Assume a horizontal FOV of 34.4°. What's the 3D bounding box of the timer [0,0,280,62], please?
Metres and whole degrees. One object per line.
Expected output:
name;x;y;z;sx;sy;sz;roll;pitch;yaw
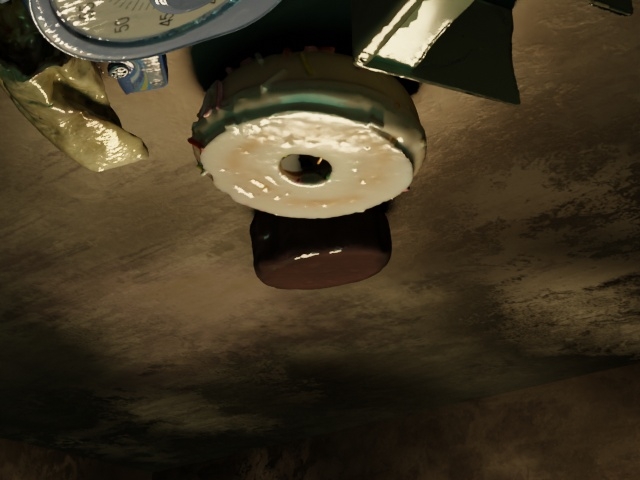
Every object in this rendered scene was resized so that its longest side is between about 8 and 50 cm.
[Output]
timer;-0.181;-0.336;1.110;0.395;0.173;0.395;-27;164;-8

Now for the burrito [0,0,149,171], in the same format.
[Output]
burrito;-0.370;-0.219;1.478;0.190;0.135;0.332;41;167;23

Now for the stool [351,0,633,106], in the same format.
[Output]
stool;0.203;-0.321;1.302;0.270;0.170;0.243;11;153;-22

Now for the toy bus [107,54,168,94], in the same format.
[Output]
toy bus;-0.271;-0.303;1.461;0.094;0.079;0.236;-14;155;-7

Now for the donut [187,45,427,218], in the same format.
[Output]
donut;-0.019;-0.170;1.646;0.383;0.142;0.382;1;153;0

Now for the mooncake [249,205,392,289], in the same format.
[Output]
mooncake;0.000;0.000;2.006;0.283;0.141;0.283;-5;163;-1
